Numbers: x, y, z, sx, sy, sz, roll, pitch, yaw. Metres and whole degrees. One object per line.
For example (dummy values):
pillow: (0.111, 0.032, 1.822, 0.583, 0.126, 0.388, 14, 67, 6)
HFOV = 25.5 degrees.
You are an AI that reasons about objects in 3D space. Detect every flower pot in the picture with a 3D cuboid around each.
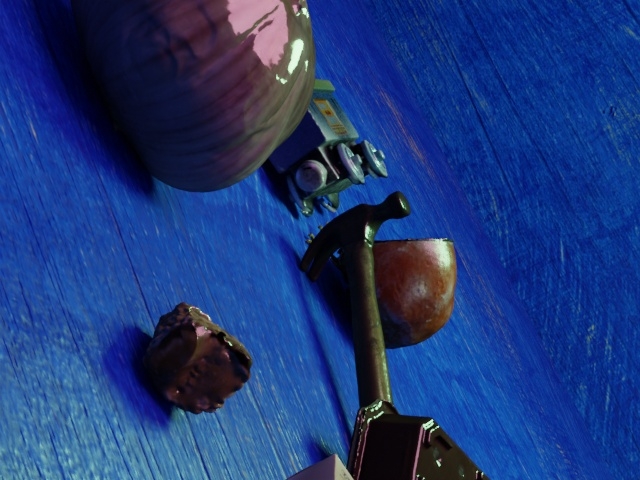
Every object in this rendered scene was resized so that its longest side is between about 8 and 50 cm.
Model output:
flower pot: (0.128, 0.298, 1.618, 0.251, 0.084, 0.179, 49, 41, -39)

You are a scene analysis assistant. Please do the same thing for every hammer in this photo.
hammer: (0.062, 0.128, 1.805, 0.044, 0.168, 0.440, 44, 28, -40)

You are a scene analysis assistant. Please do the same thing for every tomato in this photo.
tomato: (0.109, 0.077, 2.030, 0.214, 0.180, 0.155, 70, 13, -83)

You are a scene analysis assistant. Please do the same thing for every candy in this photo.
candy: (-0.111, 0.107, 1.288, 0.095, 0.085, 0.110, 49, 6, -17)

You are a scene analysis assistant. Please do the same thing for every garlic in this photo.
garlic: (-0.126, -0.220, 1.565, 0.317, 0.259, 0.317, 50, 16, -20)

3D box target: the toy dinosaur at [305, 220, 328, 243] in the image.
toy dinosaur: (-0.001, -0.002, 2.061, 0.113, 0.026, 0.041, -88, 153, -51)

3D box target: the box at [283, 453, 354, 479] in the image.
box: (0.031, 0.332, 1.302, 0.212, 0.095, 0.168, 56, 11, -17)

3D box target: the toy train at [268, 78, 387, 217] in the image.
toy train: (-0.006, -0.150, 2.142, 0.202, 0.131, 0.299, 58, 12, 3)
